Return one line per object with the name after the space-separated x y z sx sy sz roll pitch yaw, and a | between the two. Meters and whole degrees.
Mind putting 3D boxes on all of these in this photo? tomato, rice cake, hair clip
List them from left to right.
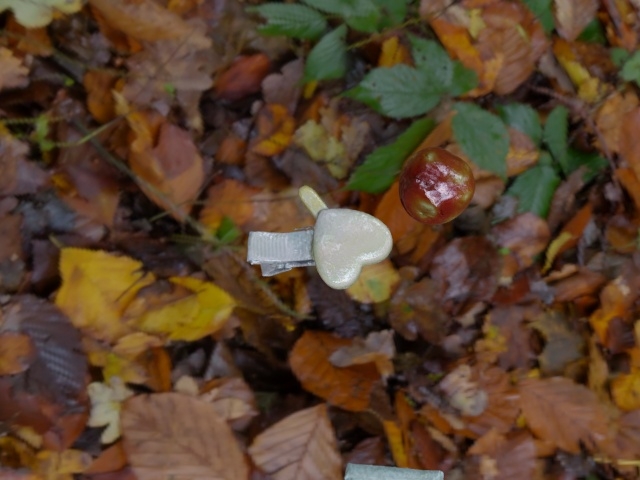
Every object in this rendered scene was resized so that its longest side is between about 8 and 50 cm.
-0.001 -0.003 1.476 0.071 0.218 0.159 30 56 -69 | hair clip
0.086 0.279 1.177 0.021 0.121 0.022 64 33 -50 | rice cake
0.125 -0.057 1.105 0.087 0.087 0.075 50 49 -9 | tomato
